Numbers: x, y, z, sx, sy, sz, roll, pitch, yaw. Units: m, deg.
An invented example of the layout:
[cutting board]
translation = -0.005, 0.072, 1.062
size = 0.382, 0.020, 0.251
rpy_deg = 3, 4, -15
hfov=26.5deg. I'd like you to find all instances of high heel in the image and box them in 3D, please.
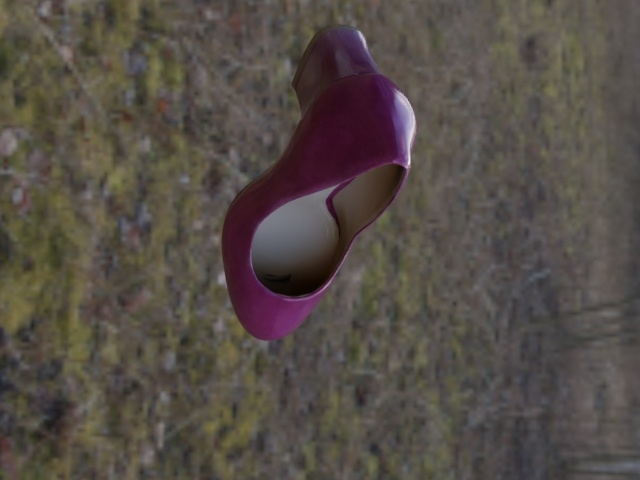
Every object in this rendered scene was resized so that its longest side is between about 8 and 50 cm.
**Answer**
[high heel]
translation = 0.000, 0.000, 0.809
size = 0.117, 0.082, 0.244
rpy_deg = -108, -148, -44
